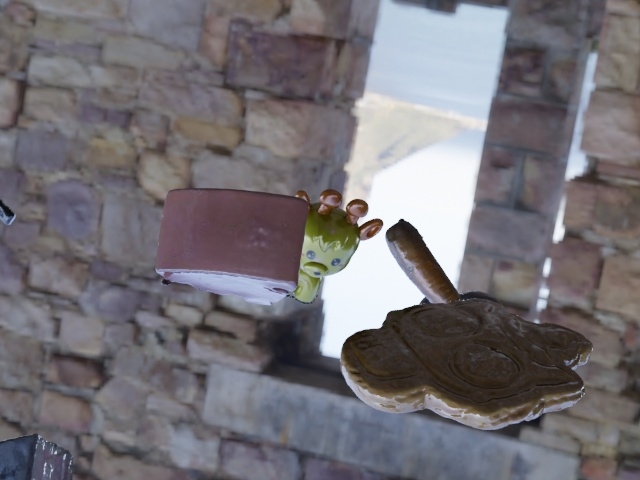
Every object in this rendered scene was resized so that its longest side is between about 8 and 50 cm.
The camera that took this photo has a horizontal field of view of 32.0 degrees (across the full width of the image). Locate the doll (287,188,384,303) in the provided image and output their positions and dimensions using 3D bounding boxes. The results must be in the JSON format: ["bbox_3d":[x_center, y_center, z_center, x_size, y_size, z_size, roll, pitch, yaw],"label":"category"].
[{"bbox_3d":[0.000,0.000,1.690,0.143,0.221,0.135,20,-133,-12],"label":"doll"}]

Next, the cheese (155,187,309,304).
[{"bbox_3d":[-0.083,0.012,1.453,0.203,0.128,0.177,20,164,-40],"label":"cheese"}]

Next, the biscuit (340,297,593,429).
[{"bbox_3d":[0.209,0.158,1.514,0.376,0.051,0.269,-5,-150,-24],"label":"biscuit"}]

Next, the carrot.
[{"bbox_3d":[0.166,0.050,1.770,0.060,0.186,0.060,-34,179,-1],"label":"carrot"}]

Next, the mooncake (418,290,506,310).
[{"bbox_3d":[0.267,0.207,2.160,0.245,0.245,0.133,11,172,17],"label":"mooncake"}]

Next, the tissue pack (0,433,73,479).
[{"bbox_3d":[-0.573,0.473,1.689,0.394,0.288,0.124,-15,149,19],"label":"tissue pack"}]

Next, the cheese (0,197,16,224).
[{"bbox_3d":[-0.605,-0.092,1.999,0.162,0.086,0.036,44,-164,11],"label":"cheese"}]
